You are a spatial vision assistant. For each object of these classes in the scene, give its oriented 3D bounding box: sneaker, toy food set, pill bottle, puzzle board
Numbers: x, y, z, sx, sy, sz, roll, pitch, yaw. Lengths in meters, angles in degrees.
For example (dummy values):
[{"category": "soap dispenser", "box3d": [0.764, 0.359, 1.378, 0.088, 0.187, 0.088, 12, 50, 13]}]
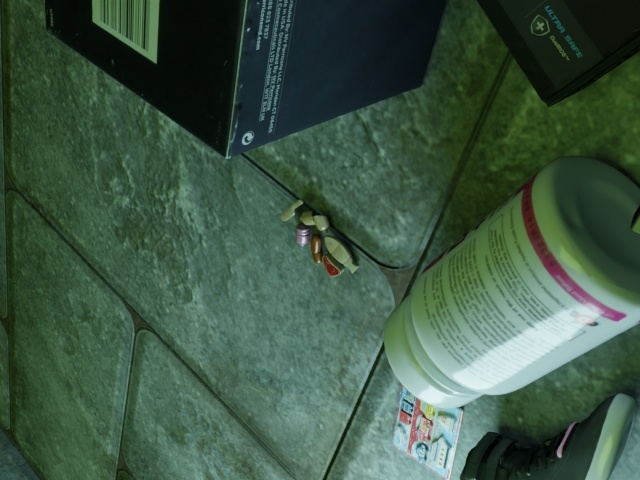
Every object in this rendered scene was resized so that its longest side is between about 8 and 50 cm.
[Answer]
[{"category": "sneaker", "box3d": [0.239, 0.253, 0.845, 0.147, 0.105, 0.295, 31, 134, 25]}, {"category": "toy food set", "box3d": [0.000, 0.000, 1.030, 0.122, 0.019, 0.078, 53, 138, 1]}, {"category": "pill bottle", "box3d": [0.192, 0.057, 0.754, 0.160, 0.160, 0.283, 54, 138, 11]}, {"category": "puzzle board", "box3d": [0.141, 0.254, 1.018, 0.096, 0.011, 0.128, 27, 128, 34]}]

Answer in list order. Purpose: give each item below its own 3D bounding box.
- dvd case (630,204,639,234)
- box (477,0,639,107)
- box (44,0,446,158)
[{"category": "dvd case", "box3d": [0.378, -0.028, 0.544, 0.239, 0.029, 0.179, 24, 138, 12]}, {"category": "box", "box3d": [0.227, -0.309, 0.605, 0.293, 0.073, 0.295, -35, 84, 49]}, {"category": "box", "box3d": [-0.071, -0.256, 0.764, 0.296, 0.294, 0.182, 37, 134, 28]}]
